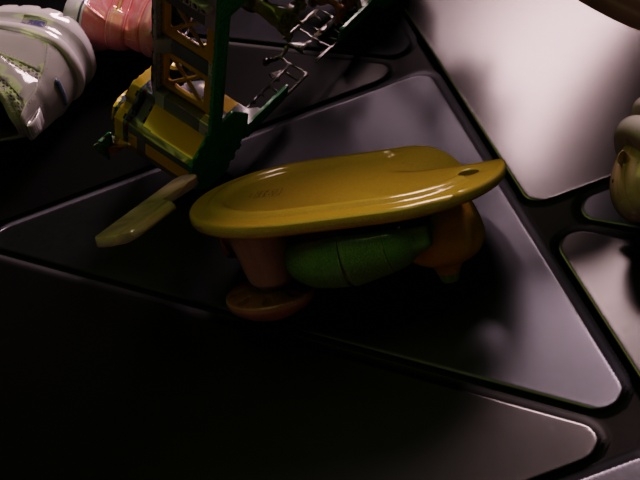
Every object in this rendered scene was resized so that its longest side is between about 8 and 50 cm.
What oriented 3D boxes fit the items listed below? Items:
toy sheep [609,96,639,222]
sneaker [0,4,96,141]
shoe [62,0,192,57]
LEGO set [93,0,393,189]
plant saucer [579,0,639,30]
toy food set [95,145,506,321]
[{"bbox_3d":[0.208,-0.054,0.610,0.132,0.091,0.091,-34,42,-9],"label":"toy sheep"},{"bbox_3d":[-0.318,-0.118,0.877,0.281,0.105,0.115,-3,43,18],"label":"sneaker"},{"bbox_3d":[-0.132,-0.207,0.940,0.081,0.063,0.178,13,45,15],"label":"shoe"},{"bbox_3d":[-0.071,-0.218,0.763,0.192,0.255,0.331,34,67,14],"label":"LEGO set"},{"bbox_3d":[0.183,-0.246,0.727,0.278,0.041,0.278,17,52,-23],"label":"plant saucer"},{"bbox_3d":[0.000,0.000,0.657,0.218,0.071,0.128,-6,18,13],"label":"toy food set"}]
